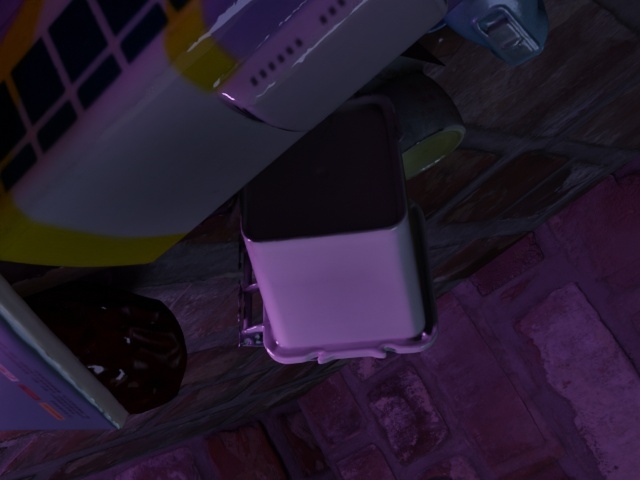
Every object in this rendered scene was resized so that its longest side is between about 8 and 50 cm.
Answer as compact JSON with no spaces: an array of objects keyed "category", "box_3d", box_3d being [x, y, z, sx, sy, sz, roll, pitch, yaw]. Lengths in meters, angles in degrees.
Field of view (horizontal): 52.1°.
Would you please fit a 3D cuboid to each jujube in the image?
[{"category":"jujube","box_3d":[-0.370,0.178,1.027,0.258,0.258,0.377,-35,165,17]}]

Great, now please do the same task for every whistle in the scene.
[{"category":"whistle","box_3d":[0.156,-0.270,0.675,0.186,0.093,0.274,-25,140,37]}]

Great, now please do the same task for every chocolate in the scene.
[{"category":"chocolate","box_3d":[-0.279,-0.017,0.880,0.321,0.111,0.112,-22,168,-21]}]

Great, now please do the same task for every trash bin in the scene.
[{"category":"trash bin","box_3d":[0.000,0.000,0.852,0.296,0.255,0.367,-5,154,6]}]

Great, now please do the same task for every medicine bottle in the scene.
[{"category":"medicine bottle","box_3d":[0.120,-0.180,0.961,0.147,0.143,0.147,-26,164,-8]}]

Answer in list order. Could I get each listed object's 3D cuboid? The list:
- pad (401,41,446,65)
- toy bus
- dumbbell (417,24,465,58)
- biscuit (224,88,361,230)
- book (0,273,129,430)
[{"category":"pad","box_3d":[0.034,-0.222,0.647,0.113,0.187,0.006,3,127,-33]},{"category":"toy bus","box_3d":[-0.094,-0.178,0.501,0.440,0.249,0.209,-37,160,22]},{"category":"dumbbell","box_3d":[0.167,-0.319,0.770,0.092,0.082,0.231,-21,160,-26]},{"category":"biscuit","box_3d":[-0.038,-0.157,0.897,0.144,0.078,0.426,-19,160,-28]},{"category":"book","box_3d":[-0.389,0.093,0.572,0.380,0.031,0.264,-6,131,20]}]
